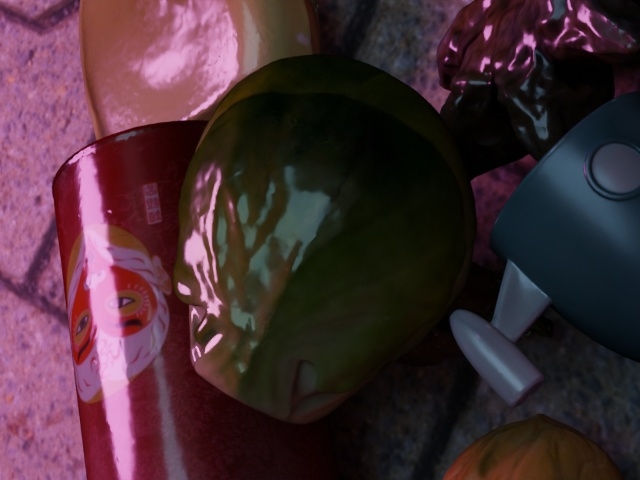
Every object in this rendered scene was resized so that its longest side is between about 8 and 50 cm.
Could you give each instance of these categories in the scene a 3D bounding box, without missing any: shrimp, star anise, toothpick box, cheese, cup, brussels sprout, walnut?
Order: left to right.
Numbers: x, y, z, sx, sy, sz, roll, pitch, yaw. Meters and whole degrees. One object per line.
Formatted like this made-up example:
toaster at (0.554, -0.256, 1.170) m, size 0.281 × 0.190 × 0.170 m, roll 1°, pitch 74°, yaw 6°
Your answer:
cheese at (-0.126, -0.214, 1.453) m, size 0.259 × 0.128 × 0.316 m, roll -30°, pitch 58°, yaw 27°
toothpick box at (-0.103, 0.094, 1.293) m, size 0.204 × 0.204 × 0.333 m, roll -23°, pitch 63°, yaw 28°
brussels sprout at (0.000, 0.000, 1.146) m, size 0.219 × 0.210 × 0.271 m, roll 21°, pitch 77°, yaw 7°
shrimp at (0.104, 0.056, 1.262) m, size 0.190 × 0.042 × 0.101 m, roll 9°, pitch 102°, yaw 36°
walnut at (0.146, 0.225, 1.108) m, size 0.159 × 0.159 × 0.207 m, roll 3°, pitch 83°, yaw 36°
star anise at (0.179, -0.186, 1.190) m, size 0.315 × 0.108 × 0.315 m, roll -163°, pitch 90°, yaw -74°
cup at (0.234, 0.010, 1.112) m, size 0.299 × 0.167 × 0.173 m, roll -41°, pitch 71°, yaw -10°
